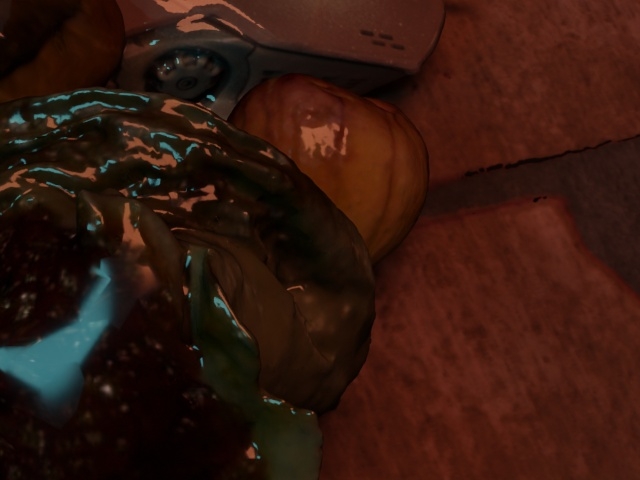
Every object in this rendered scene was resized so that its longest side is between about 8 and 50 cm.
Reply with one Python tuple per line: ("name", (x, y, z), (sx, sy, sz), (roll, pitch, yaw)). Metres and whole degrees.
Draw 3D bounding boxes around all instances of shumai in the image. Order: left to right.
("shumai", (-0.141, 0.089, 1.086), (0.330, 0.292, 0.288), (-2, 57, 17))

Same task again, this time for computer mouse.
("computer mouse", (-0.040, -0.187, 1.407), (0.389, 0.115, 0.199), (-8, 60, -18))

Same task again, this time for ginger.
("ginger", (-0.280, -0.092, 1.244), (0.321, 0.165, 0.172), (-21, 78, -15))

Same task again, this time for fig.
("fig", (0.010, -0.013, 1.270), (0.160, 0.143, 0.230), (23, 41, -44))
